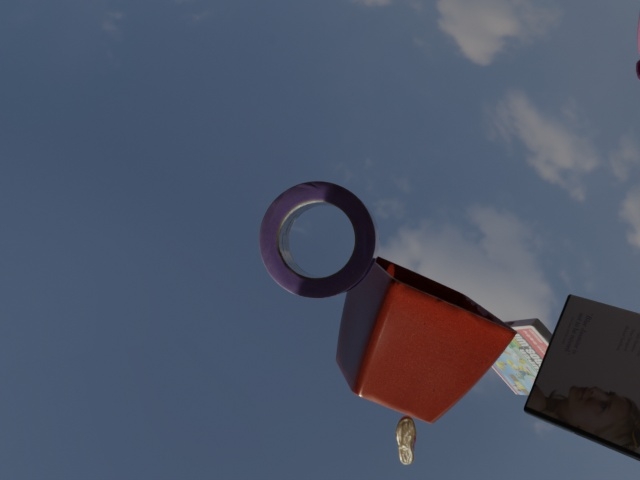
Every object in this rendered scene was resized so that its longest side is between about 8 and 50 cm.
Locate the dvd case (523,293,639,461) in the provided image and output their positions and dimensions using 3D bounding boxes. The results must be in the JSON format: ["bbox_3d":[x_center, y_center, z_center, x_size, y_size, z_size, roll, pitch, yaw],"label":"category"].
[{"bbox_3d":[0.408,0.184,0.840,0.022,0.253,0.180,36,-105,-47],"label":"dvd case"}]

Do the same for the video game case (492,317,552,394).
[{"bbox_3d":[0.443,0.257,1.417,0.025,0.285,0.204,-43,-87,-19],"label":"video game case"}]

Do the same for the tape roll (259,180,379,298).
[{"bbox_3d":[0.000,0.000,1.079,0.189,0.080,0.188,0,-92,11],"label":"tape roll"}]

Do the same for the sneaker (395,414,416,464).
[{"bbox_3d":[0.178,0.397,1.367,0.042,0.118,0.067,2,-155,9],"label":"sneaker"}]

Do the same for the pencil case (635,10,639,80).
[{"bbox_3d":[0.375,-0.116,0.348,0.167,0.386,0.160,-29,-59,-19],"label":"pencil case"}]

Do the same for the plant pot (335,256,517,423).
[{"bbox_3d":[0.170,0.195,1.298,0.267,0.267,0.235,24,-83,-13],"label":"plant pot"}]
